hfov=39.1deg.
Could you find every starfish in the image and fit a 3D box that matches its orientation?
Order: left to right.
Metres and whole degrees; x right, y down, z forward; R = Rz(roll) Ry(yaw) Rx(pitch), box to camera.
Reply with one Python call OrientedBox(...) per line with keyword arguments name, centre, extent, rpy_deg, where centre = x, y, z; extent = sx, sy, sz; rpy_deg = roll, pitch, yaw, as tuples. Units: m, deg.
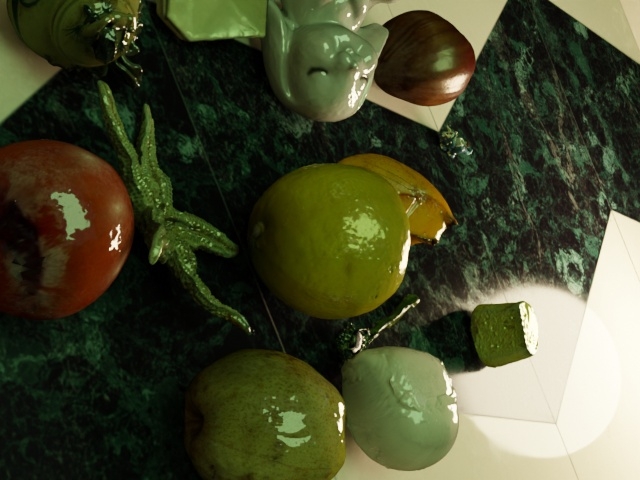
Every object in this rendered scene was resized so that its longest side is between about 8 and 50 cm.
OrientedBox(name="starfish", centre=(-0.209, -0.040, 1.250), extent=(0.347, 0.078, 0.357), rpy_deg=(46, 17, -49))

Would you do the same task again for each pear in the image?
OrientedBox(name="pear", centre=(-0.083, 0.238, 1.189), extent=(0.211, 0.228, 0.188), rpy_deg=(18, 99, -34))

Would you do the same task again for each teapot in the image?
OrientedBox(name="teapot", centre=(-0.305, -0.290, 1.191), extent=(0.182, 0.173, 0.269), rpy_deg=(49, -7, 37))

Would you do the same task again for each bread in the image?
OrientedBox(name="bread", centre=(0.363, 0.181, 1.771), extent=(0.111, 0.114, 0.129), rpy_deg=(1, 76, -54))

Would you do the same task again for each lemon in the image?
OrientedBox(name="lemon", centre=(0.000, 0.000, 1.370), extent=(0.219, 0.240, 0.240), rpy_deg=(1, 72, -25))

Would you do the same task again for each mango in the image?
OrientedBox(name="mango", centre=(0.120, -0.069, 1.607), extent=(0.252, 0.126, 0.153), rpy_deg=(29, 65, -28))

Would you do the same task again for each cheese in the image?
OrientedBox(name="cheese", centre=(0.128, 0.271, 1.441), extent=(0.198, 0.154, 0.189), rpy_deg=(10, 48, -40))

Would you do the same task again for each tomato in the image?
OrientedBox(name="tomato", centre=(-0.323, -0.011, 1.036), extent=(0.208, 0.208, 0.184), rpy_deg=(53, 24, -17))

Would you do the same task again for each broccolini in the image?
OrientedBox(name="broccolini", centre=(0.095, 0.148, 1.564), extent=(0.058, 0.071, 0.254), rpy_deg=(29, 30, 18))

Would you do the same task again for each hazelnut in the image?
OrientedBox(name="hazelnut", centre=(0.197, -0.349, 1.783), extent=(0.186, 0.210, 0.210), rpy_deg=(44, 41, -59))

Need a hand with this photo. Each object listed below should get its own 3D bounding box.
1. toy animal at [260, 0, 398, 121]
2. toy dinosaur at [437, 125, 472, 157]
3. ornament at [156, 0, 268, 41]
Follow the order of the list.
OrientedBox(name="toy animal", centre=(0.011, -0.333, 1.564), extent=(0.272, 0.206, 0.264), rpy_deg=(3, 79, -31))
OrientedBox(name="toy dinosaur", centre=(0.283, -0.203, 1.896), extent=(0.083, 0.047, 0.030), rpy_deg=(40, 46, -27))
OrientedBox(name="ornament", centre=(-0.148, -0.384, 1.439), extent=(0.201, 0.059, 0.180), rpy_deg=(-51, 125, -7))
